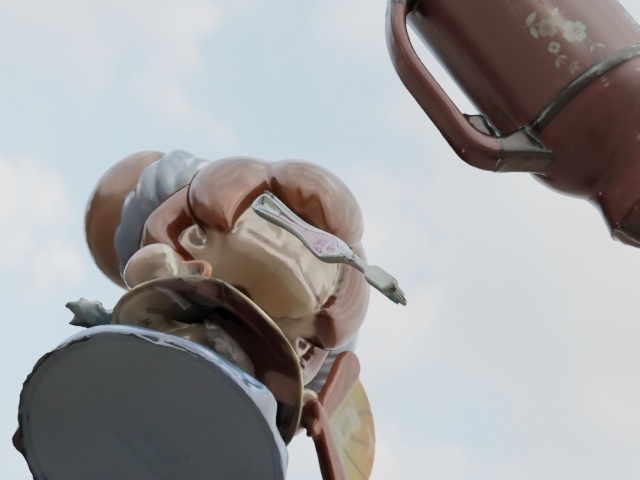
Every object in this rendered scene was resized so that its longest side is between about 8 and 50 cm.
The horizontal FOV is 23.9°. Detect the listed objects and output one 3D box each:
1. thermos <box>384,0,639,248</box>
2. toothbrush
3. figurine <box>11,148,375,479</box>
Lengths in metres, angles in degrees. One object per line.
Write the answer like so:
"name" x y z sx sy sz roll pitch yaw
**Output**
"thermos" 0.116 -0.127 0.911 0.109 0.136 0.330 -47 -112 29
"toothbrush" 0.000 0.000 0.899 0.022 0.017 0.204 53 -9 -28
"figurine" -0.077 0.075 1.147 0.248 0.388 0.277 -34 -75 30
